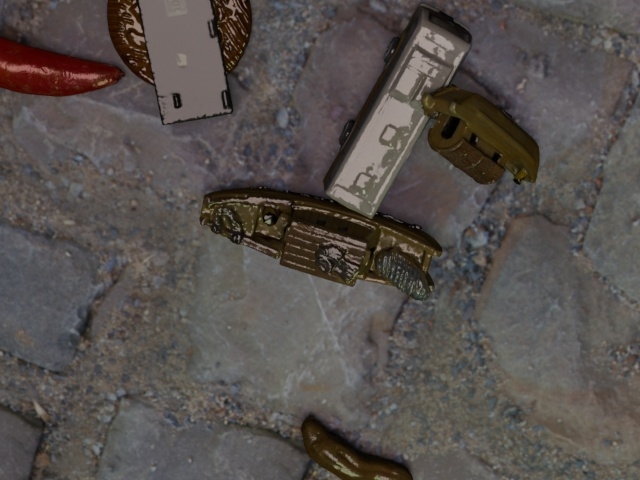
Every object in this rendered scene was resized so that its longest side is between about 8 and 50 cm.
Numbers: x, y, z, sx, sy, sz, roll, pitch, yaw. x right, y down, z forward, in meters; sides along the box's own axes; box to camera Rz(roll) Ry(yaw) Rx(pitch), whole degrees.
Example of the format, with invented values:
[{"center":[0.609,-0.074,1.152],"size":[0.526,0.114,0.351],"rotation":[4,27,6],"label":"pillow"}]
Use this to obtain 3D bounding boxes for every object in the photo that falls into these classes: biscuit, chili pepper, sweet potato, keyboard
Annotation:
[{"center":[-0.180,-0.282,1.421],"size":[0.187,0.027,0.188],"rotation":[1,106,2],"label":"biscuit"},{"center":[-0.390,-0.227,1.434],"size":[0.272,0.063,0.071],"rotation":[13,119,-3],"label":"chili pepper"},{"center":[0.047,0.314,1.570],"size":[0.182,0.054,0.053],"rotation":[27,115,-7],"label":"sweet potato"},{"center":[-0.186,-0.304,1.386],"size":[0.106,0.027,0.317],"rotation":[-8,106,3],"label":"keyboard"}]

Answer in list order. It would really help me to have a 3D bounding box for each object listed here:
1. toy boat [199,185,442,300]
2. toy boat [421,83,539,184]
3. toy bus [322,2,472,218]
[{"center":[0.000,0.000,1.446],"size":[0.321,0.121,0.089],"rotation":[16,112,-2],"label":"toy boat"},{"center":[0.200,-0.119,1.374],"size":[0.226,0.068,0.088],"rotation":[30,85,-47],"label":"toy boat"},{"center":[0.095,-0.161,1.400],"size":[0.092,0.106,0.268],"rotation":[28,105,-8],"label":"toy bus"}]
